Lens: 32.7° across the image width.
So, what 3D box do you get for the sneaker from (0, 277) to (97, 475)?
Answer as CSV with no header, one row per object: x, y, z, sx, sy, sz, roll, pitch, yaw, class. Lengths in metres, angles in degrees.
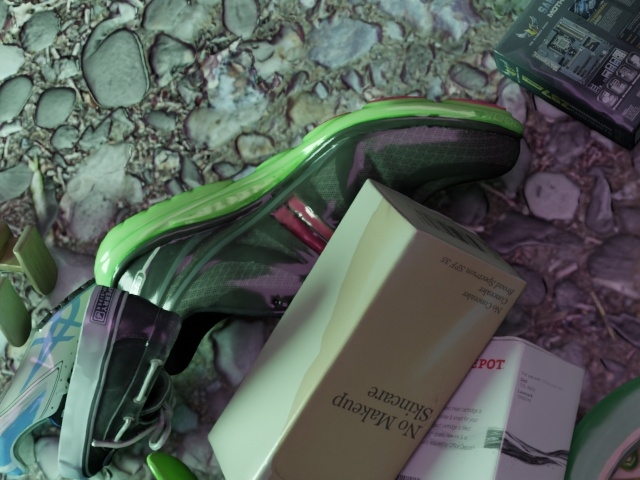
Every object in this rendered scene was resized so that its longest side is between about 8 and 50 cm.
-0.303,0.152,1.225,0.086,0.085,0.237,31,78,-5,sneaker

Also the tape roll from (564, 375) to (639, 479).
0.365,0.273,0.995,0.321,0.077,0.321,-4,72,14,tape roll

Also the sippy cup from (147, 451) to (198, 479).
-0.255,0.347,1.063,0.240,0.224,0.306,7,75,17,sippy cup

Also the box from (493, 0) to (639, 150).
0.330,-0.241,1.192,0.183,0.059,0.233,36,85,22,box

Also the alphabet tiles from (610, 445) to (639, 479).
0.344,0.303,1.037,0.198,0.009,0.237,-9,70,12,alphabet tiles

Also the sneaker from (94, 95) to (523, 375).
0.000,0.000,1.156,0.482,0.185,0.202,-26,78,14,sneaker

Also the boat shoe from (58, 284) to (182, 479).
-0.196,0.156,1.098,0.104,0.306,0.113,15,44,-6,boat shoe

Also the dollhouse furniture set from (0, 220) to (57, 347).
-0.439,0.103,1.263,0.212,0.161,0.242,7,52,16,dollhouse furniture set

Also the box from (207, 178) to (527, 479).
0.038,0.117,1.038,0.311,0.148,0.121,-60,30,13,box

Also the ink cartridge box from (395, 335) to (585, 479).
0.147,0.209,1.034,0.160,0.092,0.220,-7,64,58,ink cartridge box
